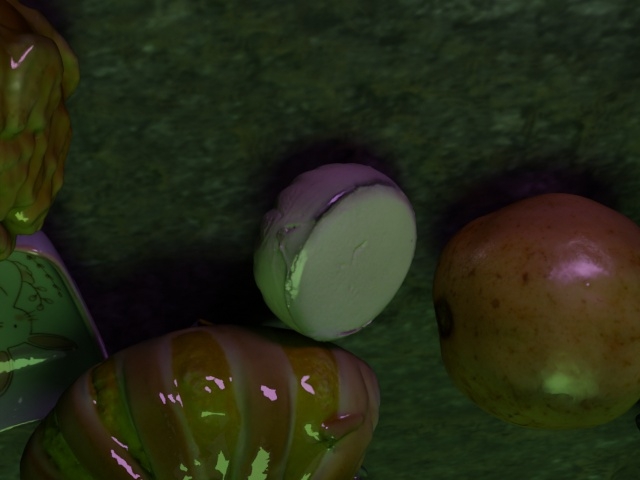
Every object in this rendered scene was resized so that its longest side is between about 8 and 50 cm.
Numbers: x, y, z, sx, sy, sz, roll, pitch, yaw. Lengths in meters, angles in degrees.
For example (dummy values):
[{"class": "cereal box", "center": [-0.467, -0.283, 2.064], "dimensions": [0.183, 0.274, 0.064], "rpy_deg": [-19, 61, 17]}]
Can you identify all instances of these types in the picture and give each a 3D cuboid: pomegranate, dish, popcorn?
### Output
[{"class": "pomegranate", "center": [0.187, 0.057, 1.024], "dimensions": [0.196, 0.196, 0.196], "rpy_deg": [-5, 137, -5]}, {"class": "dish", "center": [-0.252, 0.061, 1.023], "dimensions": [0.151, 0.077, 0.212], "rpy_deg": [-13, 137, 1]}, {"class": "popcorn", "center": [-0.252, -0.082, 0.797], "dimensions": [0.203, 0.226, 0.200], "rpy_deg": [24, 113, 9]}]

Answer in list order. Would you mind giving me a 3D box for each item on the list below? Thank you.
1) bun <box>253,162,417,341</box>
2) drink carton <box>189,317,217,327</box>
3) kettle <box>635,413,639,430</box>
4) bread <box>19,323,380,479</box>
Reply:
[{"class": "bun", "center": [0.000, 0.000, 0.997], "dimensions": [0.138, 0.094, 0.138], "rpy_deg": [-23, 128, -33]}, {"class": "drink carton", "center": [-0.053, 0.127, 1.144], "dimensions": [0.165, 0.056, 0.071], "rpy_deg": [23, 135, -29]}, {"class": "kettle", "center": [0.413, 0.165, 1.192], "dimensions": [0.202, 0.144, 0.232], "rpy_deg": [26, 141, 3]}, {"class": "bread", "center": [-0.093, 0.212, 1.054], "dimensions": [0.333, 0.160, 0.333], "rpy_deg": [-9, 136, -9]}]
